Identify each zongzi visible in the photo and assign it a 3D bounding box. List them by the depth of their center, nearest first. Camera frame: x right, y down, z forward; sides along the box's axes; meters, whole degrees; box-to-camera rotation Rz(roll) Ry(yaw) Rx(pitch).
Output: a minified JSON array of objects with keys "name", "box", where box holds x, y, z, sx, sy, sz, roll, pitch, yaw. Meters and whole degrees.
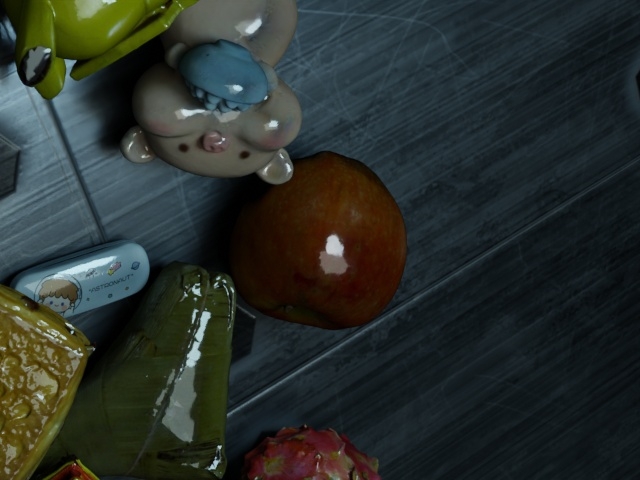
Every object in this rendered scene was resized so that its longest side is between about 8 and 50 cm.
[{"name":"zongzi","box":[-0.257,0.157,1.857,0.300,0.145,0.274,4,95,-16]}]

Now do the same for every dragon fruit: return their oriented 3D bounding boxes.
[{"name":"dragon fruit","box":[-0.003,0.371,2.041,0.205,0.210,0.268,-13,116,14]}]

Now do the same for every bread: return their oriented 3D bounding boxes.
[{"name":"bread","box":[-0.392,0.166,1.760,0.210,0.099,0.235,31,92,-16]}]

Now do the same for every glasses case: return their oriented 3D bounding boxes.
[{"name":"glasses case","box":[-0.291,0.050,1.840,0.178,0.045,0.067,-19,115,-27]}]

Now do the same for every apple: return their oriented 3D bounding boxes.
[{"name":"apple","box":[0.000,0.000,1.919,0.230,0.230,0.230,-10,110,-30]}]

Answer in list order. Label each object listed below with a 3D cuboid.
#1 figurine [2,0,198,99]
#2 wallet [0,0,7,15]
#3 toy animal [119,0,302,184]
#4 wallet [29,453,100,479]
[{"name":"figurine","box":[-0.223,-0.288,1.637,0.326,0.218,0.169,-37,91,-14]},{"name":"wallet","box":[-0.272,-0.354,1.716,0.231,0.069,0.170,-25,122,-31]},{"name":"toy animal","box":[-0.123,-0.201,1.796,0.210,0.229,0.221,5,60,-7]},{"name":"wallet","box":[-0.352,0.357,1.838,0.241,0.067,0.141,-30,128,12]}]
